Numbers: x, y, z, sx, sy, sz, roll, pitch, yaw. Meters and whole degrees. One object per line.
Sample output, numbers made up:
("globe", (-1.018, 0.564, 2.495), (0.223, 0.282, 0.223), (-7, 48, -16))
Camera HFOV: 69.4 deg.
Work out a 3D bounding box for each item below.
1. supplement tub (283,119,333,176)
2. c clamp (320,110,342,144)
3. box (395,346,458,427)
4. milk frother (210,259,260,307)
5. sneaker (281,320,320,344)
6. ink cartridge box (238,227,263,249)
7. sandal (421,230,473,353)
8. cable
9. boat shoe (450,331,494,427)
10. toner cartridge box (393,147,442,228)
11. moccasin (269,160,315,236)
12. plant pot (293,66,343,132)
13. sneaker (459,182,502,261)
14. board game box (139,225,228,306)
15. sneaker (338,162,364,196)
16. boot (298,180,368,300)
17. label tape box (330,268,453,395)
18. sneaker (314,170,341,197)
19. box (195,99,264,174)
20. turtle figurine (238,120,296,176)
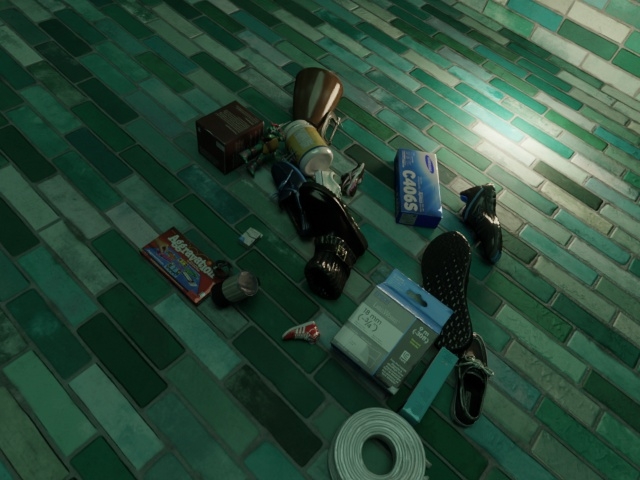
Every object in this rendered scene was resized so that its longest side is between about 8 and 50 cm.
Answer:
("supplement tub", (-0.055, -0.370, 1.846), (0.144, 0.144, 0.199), (-20, 60, -22))
("c clamp", (0.049, -0.472, 1.968), (0.022, 0.137, 0.160), (12, 65, 28))
("box", (0.314, 0.436, 1.370), (0.060, 0.100, 0.244), (36, 57, 15))
("milk frother", (-0.274, 0.118, 1.449), (0.143, 0.135, 0.129), (60, 33, -7))
("sneaker", (-0.057, 0.298, 1.437), (0.118, 0.042, 0.067), (-19, 57, -24))
("ink cartridge box", (-0.245, -0.013, 1.631), (0.048, 0.028, 0.083), (33, 56, 13))
("sandal", (0.430, 0.173, 1.570), (0.168, 0.107, 0.445), (-4, 57, 21))
("cable", (0.153, 0.585, 1.242), (0.257, 0.089, 0.257), (-29, 65, -26))
("boat shoe", (0.463, 0.407, 1.413), (0.113, 0.105, 0.306), (23, 55, 6))
("toner cartridge box", (0.386, -0.215, 1.857), (0.165, 0.075, 0.348), (8, 54, -6))
("moccasin", (-0.101, -0.160, 1.691), (0.117, 0.137, 0.342), (-19, 59, -30))
("plant pot", (-0.031, -0.575, 1.977), (0.215, 0.215, 0.230), (14, 68, 0))
("sneaker", (0.622, -0.064, 1.789), (0.140, 0.125, 0.341), (-8, 55, 18))
("board game box", (-0.450, 0.080, 1.532), (0.281, 0.027, 0.145), (38, 57, 16))
("sneaker", (0.122, -0.253, 1.844), (0.077, 0.072, 0.178), (17, 48, 15))
("boot", (0.003, 0.000, 1.529), (0.348, 0.131, 0.260), (49, 54, -16))
("label tape box", (0.225, 0.262, 1.414), (0.241, 0.106, 0.333), (37, 76, 16))
("sneaker", (0.035, -0.175, 1.749), (0.091, 0.094, 0.258), (-9, 55, 1))
("box", (-0.351, -0.404, 1.803), (0.168, 0.167, 0.203), (41, 59, 18))
("turtle figurine", (-0.195, -0.358, 1.788), (0.234, 0.175, 0.118), (-38, 37, -7))
